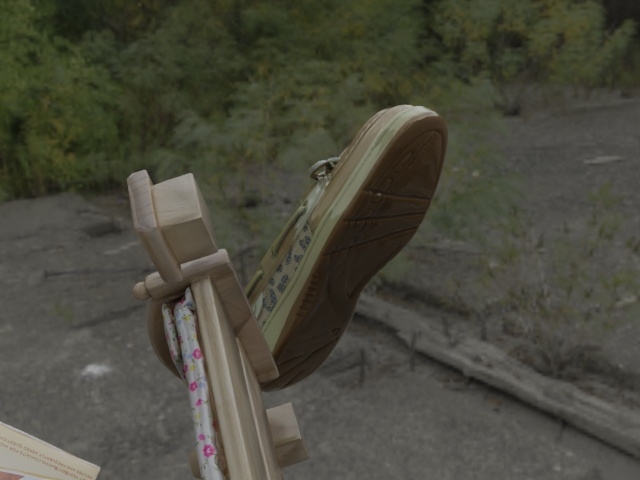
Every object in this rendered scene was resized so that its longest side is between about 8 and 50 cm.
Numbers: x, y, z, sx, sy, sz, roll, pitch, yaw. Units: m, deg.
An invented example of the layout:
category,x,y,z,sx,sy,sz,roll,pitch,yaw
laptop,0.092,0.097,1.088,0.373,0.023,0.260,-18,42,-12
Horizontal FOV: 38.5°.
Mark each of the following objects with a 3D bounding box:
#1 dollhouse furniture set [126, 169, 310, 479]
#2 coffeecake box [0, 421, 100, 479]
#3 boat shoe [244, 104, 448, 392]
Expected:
category,x,y,z,sx,sy,sz,roll,pitch,yaw
dollhouse furniture set,-0.082,0.199,0.518,0.174,0.355,0.303,-18,48,-1
coffeecake box,-0.199,0.178,0.418,0.142,0.185,0.068,-6,-34,39
boat shoe,0.000,0.000,0.744,0.104,0.285,0.089,0,41,-47
